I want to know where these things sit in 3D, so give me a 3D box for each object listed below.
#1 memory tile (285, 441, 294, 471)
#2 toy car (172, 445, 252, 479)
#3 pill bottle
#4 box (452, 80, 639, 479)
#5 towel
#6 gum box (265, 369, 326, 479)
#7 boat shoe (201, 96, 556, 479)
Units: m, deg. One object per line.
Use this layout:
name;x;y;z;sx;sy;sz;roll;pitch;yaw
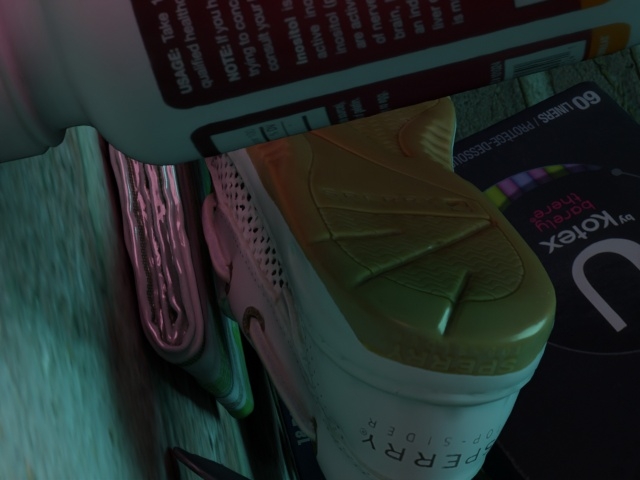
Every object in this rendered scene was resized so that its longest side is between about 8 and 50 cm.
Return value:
memory tile;0.041;0.156;0.886;0.113;0.012;0.148;-20;84;-52
toy car;0.015;0.146;0.500;0.188;0.149;0.155;45;-16;26
pill bottle;-0.010;-0.065;0.341;0.086;0.152;0.086;-14;90;-87
box;0.137;0.079;0.748;0.270;0.165;0.143;52;-18;37
towel;-0.051;0.004;0.581;0.152;0.023;0.113;75;4;-75
gum box;-0.018;0.014;0.760;0.184;0.041;0.157;-109;-175;-68
boat shoe;0.000;0.000;0.559;0.277;0.098;0.096;-107;-153;-62
